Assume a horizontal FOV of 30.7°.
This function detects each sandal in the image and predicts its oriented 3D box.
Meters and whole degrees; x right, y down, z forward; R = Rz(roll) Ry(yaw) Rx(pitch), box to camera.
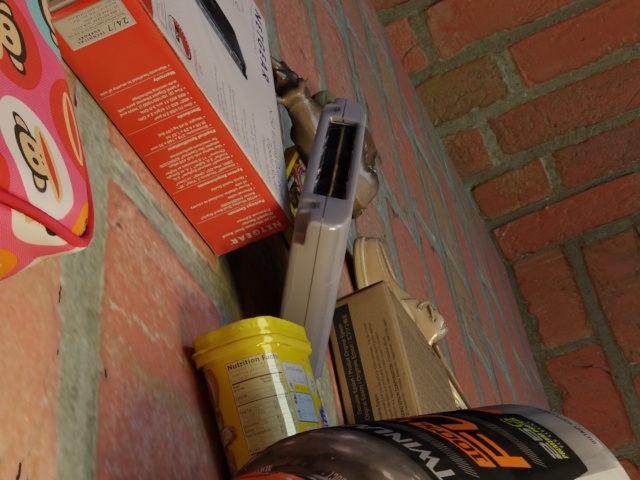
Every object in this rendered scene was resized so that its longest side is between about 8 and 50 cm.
[{"bbox_3d":[0.034,-0.145,1.693,0.303,0.086,0.120,-93,157,-56],"label":"sandal"}]

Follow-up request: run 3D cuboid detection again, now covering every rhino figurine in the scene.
[{"bbox_3d":[-0.001,-0.136,1.455,0.243,0.073,0.106,55,13,-27],"label":"rhino figurine"}]

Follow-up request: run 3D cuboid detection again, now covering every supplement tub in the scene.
[{"bbox_3d":[0.063,0.221,0.773,0.338,0.207,0.207,4,63,-53],"label":"supplement tub"}]

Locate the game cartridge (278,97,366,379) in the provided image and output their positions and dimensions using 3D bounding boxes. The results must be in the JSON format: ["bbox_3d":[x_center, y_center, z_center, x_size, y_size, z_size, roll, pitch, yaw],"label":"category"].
[{"bbox_3d":[0.000,0.000,1.165,0.294,0.060,0.196,-79,-177,-61],"label":"game cartridge"}]

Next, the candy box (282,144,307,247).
[{"bbox_3d":[-0.024,-0.045,1.418,0.206,0.027,0.105,-74,141,-70],"label":"candy box"}]

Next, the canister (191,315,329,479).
[{"bbox_3d":[-0.035,0.156,0.932,0.126,0.073,0.170,30,42,-68],"label":"canister"}]

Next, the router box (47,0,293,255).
[{"bbox_3d":[-0.138,-0.205,1.079,0.336,0.082,0.301,-99,162,-44],"label":"router box"}]

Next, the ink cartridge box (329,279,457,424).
[{"bbox_3d":[0.099,0.192,1.393,0.235,0.088,0.193,52,18,-49],"label":"ink cartridge box"}]

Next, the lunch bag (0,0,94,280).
[{"bbox_3d":[-0.207,-0.121,0.563,0.258,0.120,0.293,39,31,-66],"label":"lunch bag"}]

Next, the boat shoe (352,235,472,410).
[{"bbox_3d":[0.129,0.128,1.603,0.109,0.098,0.302,12,57,-75],"label":"boat shoe"}]
